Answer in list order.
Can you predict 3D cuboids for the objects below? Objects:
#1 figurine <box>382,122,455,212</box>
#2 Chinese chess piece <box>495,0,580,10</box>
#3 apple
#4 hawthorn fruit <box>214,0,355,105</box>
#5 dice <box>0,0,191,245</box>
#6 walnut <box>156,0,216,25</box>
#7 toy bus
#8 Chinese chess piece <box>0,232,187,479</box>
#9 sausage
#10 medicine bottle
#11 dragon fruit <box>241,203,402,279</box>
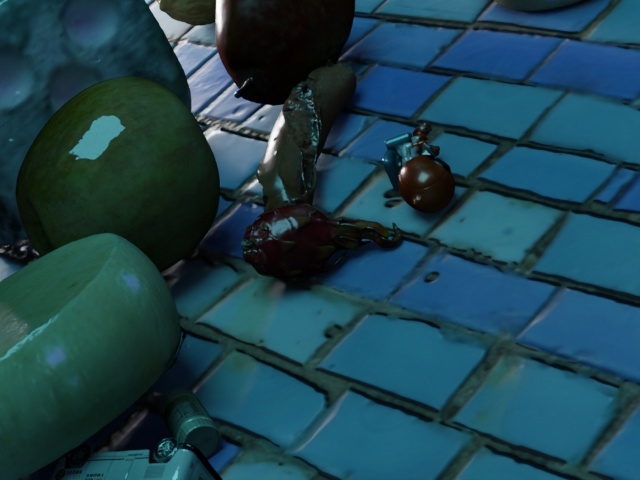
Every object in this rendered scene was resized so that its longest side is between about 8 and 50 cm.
[{"bbox_3d":[0.119,-0.083,1.796,0.075,0.068,0.140,-21,32,6],"label":"figurine"},{"bbox_3d":[0.336,-0.429,2.084,0.273,0.102,0.273,-18,33,12],"label":"Chinese chess piece"},{"bbox_3d":[-0.260,-0.071,1.867,0.234,0.256,0.257,-26,31,-21],"label":"apple"},{"bbox_3d":[-0.067,-0.293,2.096,0.208,0.208,0.248,7,62,40],"label":"hawthorn fruit"},{"bbox_3d":[-0.412,-0.215,2.087,0.348,0.330,0.328,-40,28,-18],"label":"dice"},{"bbox_3d":[-0.190,-0.425,2.410,0.184,0.155,0.155,-35,34,-21],"label":"walnut"},{"bbox_3d":[-0.198,0.264,1.535,0.194,0.087,0.089,-7,42,29],"label":"toy bus"},{"bbox_3d":[-0.320,0.138,1.652,0.349,0.146,0.349,-30,16,10],"label":"Chinese chess piece"},{"bbox_3d":[-0.023,-0.132,1.955,0.087,0.079,0.326,11,43,9],"label":"sausage"},{"bbox_3d":[-0.143,0.199,1.616,0.047,0.047,0.083,-33,34,-8],"label":"medicine bottle"},{"bbox_3d":[0.000,0.000,1.770,0.191,0.094,0.094,-5,34,-5],"label":"dragon fruit"}]
